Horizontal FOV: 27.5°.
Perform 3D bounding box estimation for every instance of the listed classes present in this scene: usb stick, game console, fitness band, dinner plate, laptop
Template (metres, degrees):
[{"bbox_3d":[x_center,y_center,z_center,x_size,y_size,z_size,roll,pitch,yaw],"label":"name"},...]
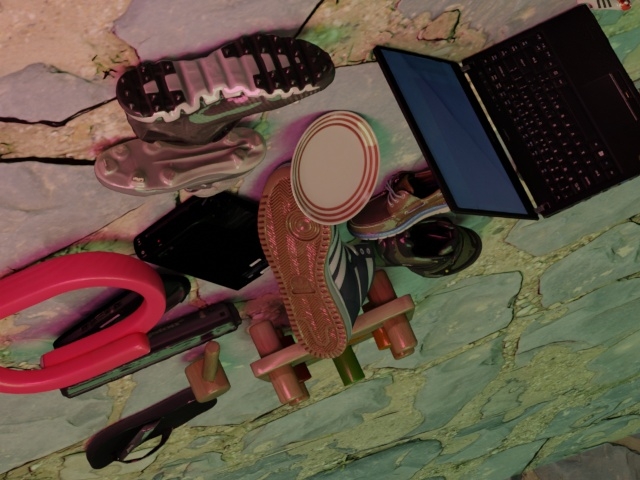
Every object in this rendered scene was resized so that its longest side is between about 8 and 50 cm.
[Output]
[{"bbox_3d":[-0.247,0.156,1.880,0.278,0.045,0.077,-22,-173,-9],"label":"usb stick"},{"bbox_3d":[-0.216,0.058,1.749,0.361,0.044,0.213,-34,152,20],"label":"game console"},{"bbox_3d":[-0.335,0.106,1.670,0.291,0.054,0.209,-24,142,12],"label":"fitness band"},{"bbox_3d":[0.016,-0.089,1.598,0.141,0.017,0.141,-13,111,-37],"label":"dinner plate"},{"bbox_3d":[0.231,-0.156,1.486,0.264,0.234,0.136,-25,156,3],"label":"laptop"}]

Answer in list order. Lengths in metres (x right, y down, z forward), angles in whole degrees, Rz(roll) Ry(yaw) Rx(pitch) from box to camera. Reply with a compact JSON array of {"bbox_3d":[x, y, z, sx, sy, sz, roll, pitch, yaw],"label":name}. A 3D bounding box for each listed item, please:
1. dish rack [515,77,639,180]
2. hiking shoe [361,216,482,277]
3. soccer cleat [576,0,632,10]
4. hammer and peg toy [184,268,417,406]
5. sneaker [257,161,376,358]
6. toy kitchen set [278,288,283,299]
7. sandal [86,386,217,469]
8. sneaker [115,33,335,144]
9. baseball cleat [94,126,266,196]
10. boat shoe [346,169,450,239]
[{"bbox_3d":[0.410,-0.149,1.850,0.272,0.074,0.208,-20,154,-9],"label":"dish rack"},{"bbox_3d":[0.170,0.011,1.898,0.227,0.086,0.114,1,176,-41],"label":"hiking shoe"},{"bbox_3d":[0.339,-0.288,1.568,0.083,0.029,0.036,5,151,-42],"label":"soccer cleat"},{"bbox_3d":[-0.026,0.174,1.971,0.361,0.127,0.266,-24,171,-2],"label":"hammer and peg toy"},{"bbox_3d":[0.000,0.000,1.729,0.099,0.153,0.282,1,121,22],"label":"sneaker"},{"bbox_3d":[-0.024,0.047,1.869,0.075,0.083,0.068,-19,113,-11],"label":"toy kitchen set"},{"bbox_3d":[-0.286,0.321,2.189,0.255,0.054,0.097,-31,154,14],"label":"sandal"},{"bbox_3d":[-0.101,-0.154,1.392,0.234,0.078,0.106,-13,156,-13],"label":"sneaker"},{"bbox_3d":[-0.162,-0.075,1.498,0.206,0.072,0.109,-9,158,-22],"label":"baseball cleat"},{"bbox_3d":[0.117,-0.061,1.789,0.183,0.066,0.066,-22,138,2],"label":"boat shoe"}]
